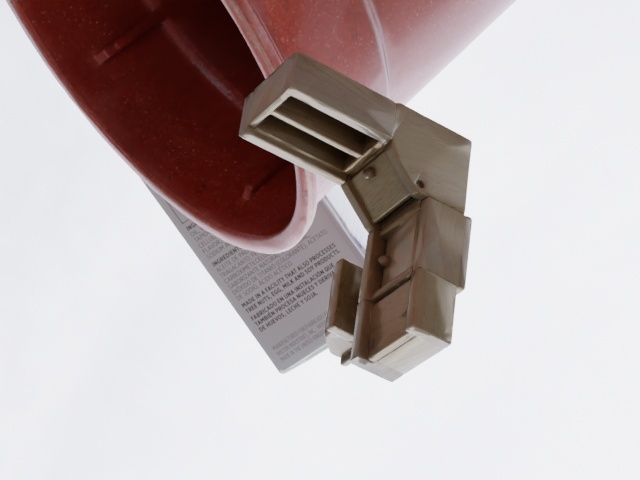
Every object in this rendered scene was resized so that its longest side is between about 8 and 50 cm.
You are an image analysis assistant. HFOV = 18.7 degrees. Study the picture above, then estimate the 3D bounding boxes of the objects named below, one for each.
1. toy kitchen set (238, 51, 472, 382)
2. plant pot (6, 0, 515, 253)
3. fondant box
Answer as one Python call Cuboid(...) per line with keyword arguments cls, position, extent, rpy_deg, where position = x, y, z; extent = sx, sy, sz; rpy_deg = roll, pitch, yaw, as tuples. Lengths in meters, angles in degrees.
Cuboid(cls="toy kitchen set", position=(0.000, 0.000, 0.651), extent=(0.068, 0.075, 0.083), rpy_deg=(-38, -146, 46))
Cuboid(cls="plant pot", position=(-0.002, -0.180, 0.993), extent=(0.265, 0.272, 0.272), rpy_deg=(-39, -148, -21))
Cuboid(cls="fondant box", position=(-0.076, -0.093, 1.338), extent=(0.096, 0.330, 0.238), rpy_deg=(-33, -170, 9))
